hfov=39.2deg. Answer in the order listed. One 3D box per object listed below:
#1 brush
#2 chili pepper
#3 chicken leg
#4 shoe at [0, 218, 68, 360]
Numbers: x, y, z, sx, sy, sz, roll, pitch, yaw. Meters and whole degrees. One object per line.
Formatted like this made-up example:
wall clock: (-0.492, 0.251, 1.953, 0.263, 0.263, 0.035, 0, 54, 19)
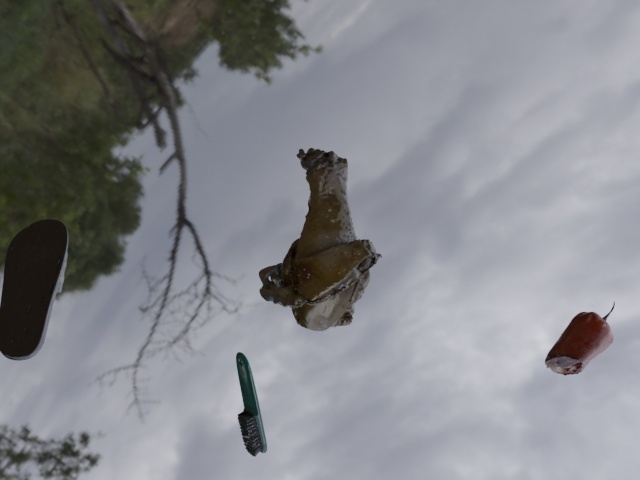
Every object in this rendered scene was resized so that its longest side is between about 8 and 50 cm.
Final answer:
brush: (-0.120, 0.269, 1.453, 0.032, 0.193, 0.043, -28, -150, -35)
chili pepper: (0.504, 0.177, 1.688, 0.192, 0.084, 0.086, -44, -142, -24)
chicken leg: (0.007, 0.003, 0.989, 0.080, 0.125, 0.196, -23, 131, -81)
shoe: (-0.348, 0.062, 1.089, 0.049, 0.071, 0.179, 98, -3, -67)
